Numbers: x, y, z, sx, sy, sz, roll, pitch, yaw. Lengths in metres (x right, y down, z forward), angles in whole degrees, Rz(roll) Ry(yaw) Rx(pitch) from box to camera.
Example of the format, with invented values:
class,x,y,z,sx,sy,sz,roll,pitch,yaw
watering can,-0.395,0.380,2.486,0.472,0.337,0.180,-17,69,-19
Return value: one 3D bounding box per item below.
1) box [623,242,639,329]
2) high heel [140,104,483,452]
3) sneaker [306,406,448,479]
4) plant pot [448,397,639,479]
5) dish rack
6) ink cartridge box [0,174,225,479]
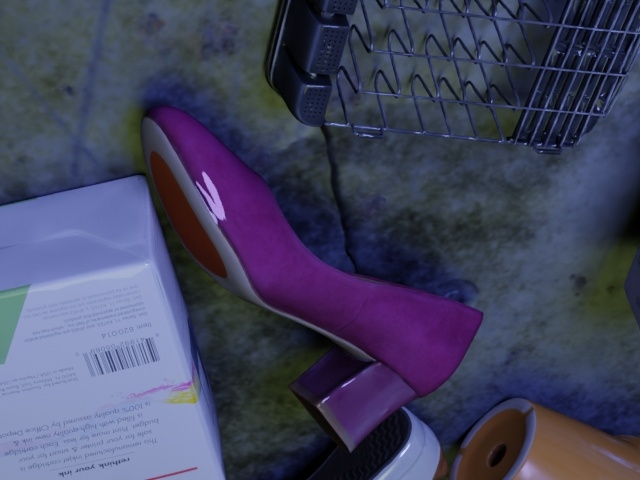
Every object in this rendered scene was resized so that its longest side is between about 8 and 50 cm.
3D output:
class,x,y,z,sx,sy,sz,roll,pitch,yaw
box,0.339,-0.044,1.005,0.094,0.113,0.275,11,116,-5
high heel,0.000,0.000,1.044,0.181,0.127,0.377,-41,127,-14
sneaker,0.015,0.299,1.248,0.290,0.106,0.123,-42,132,5
plant pot,0.238,0.260,1.240,0.188,0.205,0.205,36,116,-17
dish rack,0.111,-0.164,0.923,0.271,0.074,0.208,4,130,-17
ink cartridge box,-0.204,0.132,1.075,0.207,0.119,0.353,-12,130,-2
